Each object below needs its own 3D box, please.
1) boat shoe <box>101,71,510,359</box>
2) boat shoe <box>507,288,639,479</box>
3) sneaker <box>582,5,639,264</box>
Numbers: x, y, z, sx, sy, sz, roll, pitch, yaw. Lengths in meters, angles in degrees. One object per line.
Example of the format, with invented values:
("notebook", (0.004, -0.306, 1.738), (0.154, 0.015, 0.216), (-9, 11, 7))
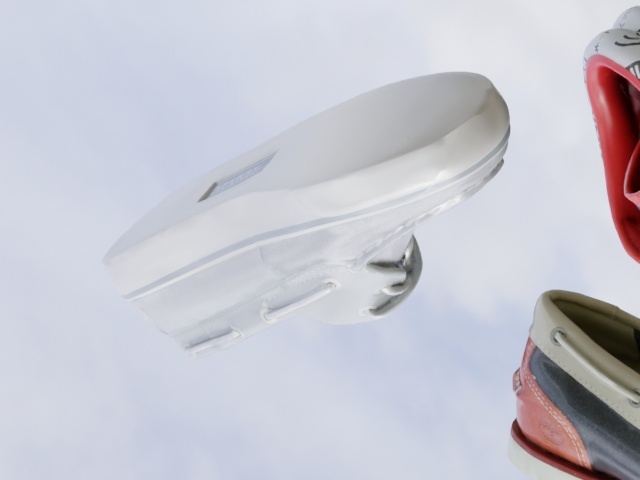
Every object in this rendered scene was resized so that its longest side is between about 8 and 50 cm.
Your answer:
("boat shoe", (0.000, 0.000, 0.651), (0.063, 0.184, 0.066), (53, -139, -15))
("boat shoe", (0.107, 0.050, 0.452), (0.137, 0.043, 0.049), (18, -158, 27))
("sneaker", (0.205, 0.007, 0.781), (0.270, 0.145, 0.090), (62, 166, -11))
